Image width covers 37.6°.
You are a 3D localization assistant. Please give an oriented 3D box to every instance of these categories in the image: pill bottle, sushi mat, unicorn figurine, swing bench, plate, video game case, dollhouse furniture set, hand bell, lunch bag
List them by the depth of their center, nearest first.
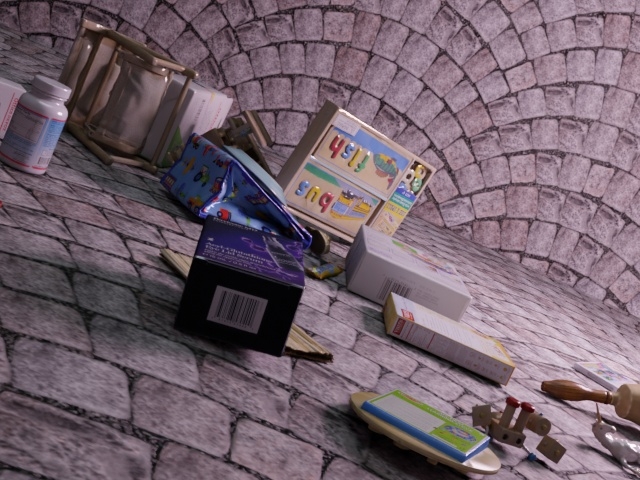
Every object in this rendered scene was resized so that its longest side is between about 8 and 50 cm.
[{"bbox_3d":[-0.119,0.095,1.431,0.151,0.019,0.316,15,14,-41],"label":"sushi mat"},{"bbox_3d":[0.516,0.349,1.567,0.162,0.060,0.111,38,-2,-43],"label":"unicorn figurine"},{"bbox_3d":[-0.496,-0.203,1.643,0.087,0.160,0.087,25,10,-5],"label":"pill bottle"},{"bbox_3d":[0.540,0.298,1.798,0.242,0.126,0.126,12,11,-6],"label":"hand bell"},{"bbox_3d":[-0.132,-0.141,1.967,0.188,0.024,0.188,43,-3,3],"label":"plate"},{"bbox_3d":[-0.158,-0.075,1.989,0.293,0.138,0.221,33,2,-36],"label":"lunch bag"},{"bbox_3d":[-0.451,-0.320,2.090,0.254,0.253,0.165,31,12,29],"label":"swing bench"},{"bbox_3d":[0.672,0.322,2.163,0.143,0.019,0.157,32,13,34],"label":"video game case"},{"bbox_3d":[-0.205,-0.184,2.187,0.161,0.212,0.242,62,11,-4],"label":"dollhouse furniture set"}]

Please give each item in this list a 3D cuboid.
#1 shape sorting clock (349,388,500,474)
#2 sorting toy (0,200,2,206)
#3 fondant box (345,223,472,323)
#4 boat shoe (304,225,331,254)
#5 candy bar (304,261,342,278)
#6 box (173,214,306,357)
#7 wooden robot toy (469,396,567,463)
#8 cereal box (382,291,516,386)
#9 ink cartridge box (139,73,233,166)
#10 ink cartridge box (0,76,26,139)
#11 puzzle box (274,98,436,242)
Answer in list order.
[{"bbox_3d":[0.131,0.245,1.192,0.206,0.040,0.206,21,8,-3],"label":"shape sorting clock"},{"bbox_3d":[-0.576,-0.110,1.302,0.274,0.046,0.132,20,11,-23],"label":"sorting toy"},{"bbox_3d":[0.180,0.077,2.026,0.238,0.096,0.330,24,11,-3],"label":"fondant box"},{"bbox_3d":[0.000,0.000,2.111,0.045,0.050,0.135,15,13,-23],"label":"boat shoe"},{"bbox_3d":[0.007,0.061,1.907,0.040,0.018,0.161,28,11,16],"label":"candy bar"},{"bbox_3d":[-0.109,0.058,1.302,0.153,0.108,0.207,16,16,-8],"label":"box"},{"bbox_3d":[0.274,0.265,1.369,0.173,0.076,0.079,22,0,-19],"label":"wooden robot toy"},{"bbox_3d":[0.233,0.181,1.750,0.240,0.047,0.173,24,10,-3],"label":"cereal box"},{"bbox_3d":[-0.352,-0.304,2.378,0.119,0.207,0.353,28,9,6],"label":"ink cartridge box"},{"bbox_3d":[-0.630,-0.260,1.777,0.181,0.104,0.061,19,12,-33],"label":"ink cartridge box"},{"bbox_3d":[0.081,-0.140,2.268,0.409,0.272,0.052,24,13,-45],"label":"puzzle box"}]
